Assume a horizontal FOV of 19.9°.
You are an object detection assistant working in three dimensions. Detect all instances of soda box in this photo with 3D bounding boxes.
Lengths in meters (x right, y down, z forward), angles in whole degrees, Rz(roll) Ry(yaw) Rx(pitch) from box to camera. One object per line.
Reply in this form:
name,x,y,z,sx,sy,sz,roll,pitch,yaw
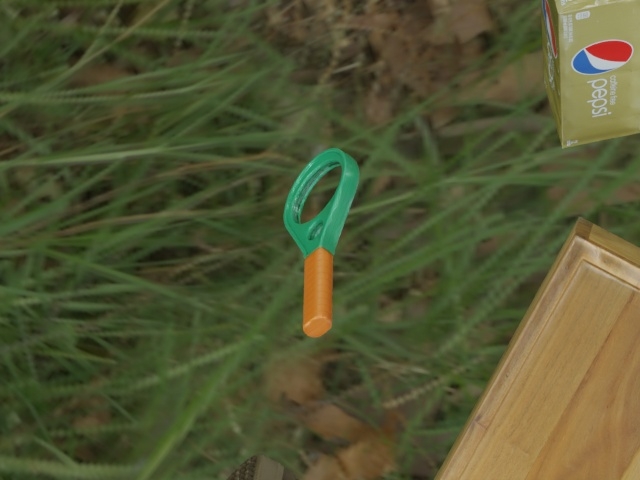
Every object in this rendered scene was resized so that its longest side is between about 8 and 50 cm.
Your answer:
soda box,0.181,-0.133,1.215,0.058,0.181,0.061,-12,63,3

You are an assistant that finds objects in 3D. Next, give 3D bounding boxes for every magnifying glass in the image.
magnifying glass,0.000,0.000,1.735,0.026,0.231,0.092,35,125,-26

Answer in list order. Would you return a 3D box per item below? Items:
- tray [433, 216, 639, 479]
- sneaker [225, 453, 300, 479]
tray,0.213,0.209,1.568,0.203,0.076,0.411,28,107,4
sneaker,-0.024,0.173,0.886,0.071,0.188,0.066,39,115,-12
